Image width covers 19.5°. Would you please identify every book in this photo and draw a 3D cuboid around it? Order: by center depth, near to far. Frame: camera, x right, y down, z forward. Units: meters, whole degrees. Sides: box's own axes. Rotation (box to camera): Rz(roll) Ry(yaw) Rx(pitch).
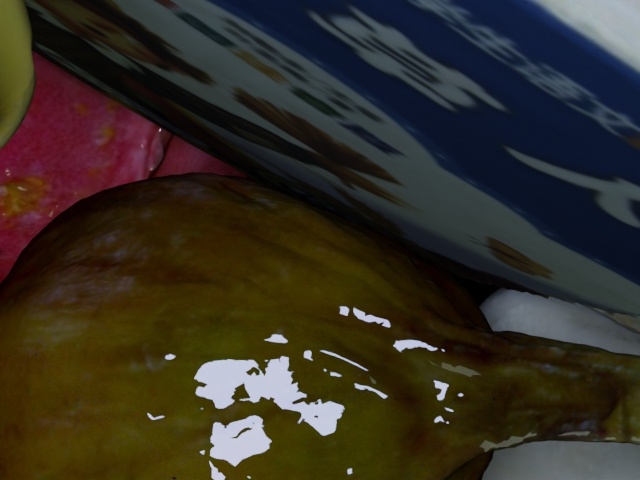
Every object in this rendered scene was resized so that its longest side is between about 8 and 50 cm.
[{"bbox_3d":[-0.012,-0.060,0.518,0.300,0.039,0.428,31,173,-17],"label":"book"}]

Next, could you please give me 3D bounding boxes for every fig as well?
[{"bbox_3d":[0.016,0.078,0.654,0.290,0.190,0.190,7,166,21],"label":"fig"}]

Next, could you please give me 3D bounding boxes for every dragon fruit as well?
[{"bbox_3d":[-0.129,-0.035,0.839,0.163,0.189,0.261,59,179,4],"label":"dragon fruit"}]

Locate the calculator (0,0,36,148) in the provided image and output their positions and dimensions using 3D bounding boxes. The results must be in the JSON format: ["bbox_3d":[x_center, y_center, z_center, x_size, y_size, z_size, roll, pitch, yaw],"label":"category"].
[{"bbox_3d":[-0.144,-0.120,0.413,0.236,0.033,0.157,53,168,-15],"label":"calculator"}]

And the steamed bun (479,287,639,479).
[{"bbox_3d":[0.169,0.167,0.770,0.276,0.203,0.289,24,173,32],"label":"steamed bun"}]

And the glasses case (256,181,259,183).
[{"bbox_3d":[0.000,0.000,0.886,0.074,0.049,0.193,30,175,-15],"label":"glasses case"}]
